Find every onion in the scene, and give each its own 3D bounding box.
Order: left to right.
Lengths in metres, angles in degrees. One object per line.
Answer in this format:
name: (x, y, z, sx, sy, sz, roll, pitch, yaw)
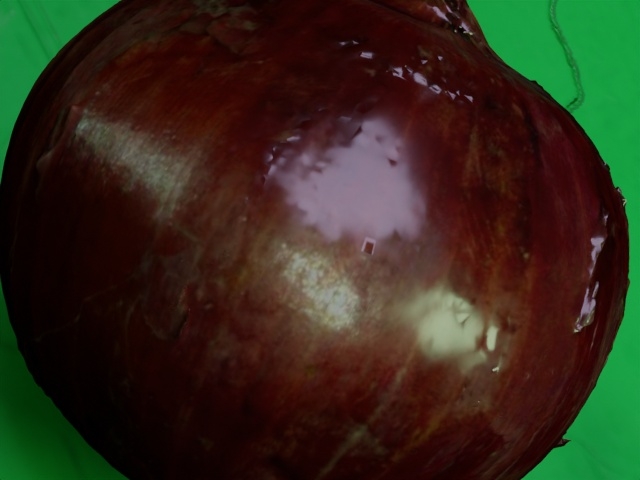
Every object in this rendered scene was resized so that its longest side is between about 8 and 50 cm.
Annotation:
onion: (0.000, 0.000, 0.774, 0.276, 0.276, 0.276, 14, 50, -18)
